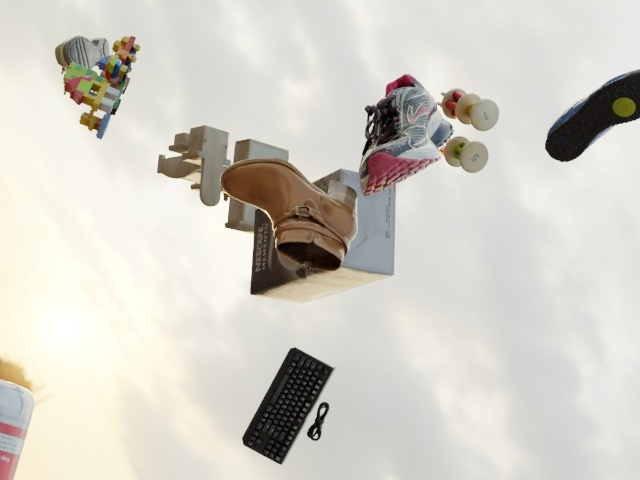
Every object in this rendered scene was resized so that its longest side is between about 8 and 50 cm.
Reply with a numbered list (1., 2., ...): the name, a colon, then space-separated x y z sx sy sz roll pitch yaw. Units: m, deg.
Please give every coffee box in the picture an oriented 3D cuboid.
1. coffee box: 0.000 0.000 2.056 0.297 0.118 0.168 -23 -119 56

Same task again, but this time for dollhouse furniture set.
1. dollhouse furniture set: -0.238 -0.091 2.368 0.355 0.303 0.174 -6 -105 45

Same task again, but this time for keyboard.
1. keyboard: -0.037 0.263 1.835 0.108 0.180 0.023 27 13 -5

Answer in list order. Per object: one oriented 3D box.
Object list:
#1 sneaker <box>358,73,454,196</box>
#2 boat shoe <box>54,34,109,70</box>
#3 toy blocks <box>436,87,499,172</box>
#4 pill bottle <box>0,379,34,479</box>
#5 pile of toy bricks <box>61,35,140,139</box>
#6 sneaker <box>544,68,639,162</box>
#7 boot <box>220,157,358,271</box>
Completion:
1. sneaker: 0.104 -0.150 1.694 0.112 0.120 0.299 59 21 -11
2. boat shoe: -0.446 -0.335 2.141 0.190 0.072 0.068 -36 127 -76
3. toy blocks: 0.225 -0.184 1.939 0.148 0.054 0.123 -143 -116 -62
4. pill bottle: -0.540 0.373 1.569 0.229 0.229 0.408 154 -49 -68
5. pile of toy bricks: -0.372 -0.257 1.920 0.105 0.212 0.118 21 -50 -8
6. sneaker: 0.402 -0.192 1.671 0.069 0.082 0.209 42 -46 -10
7. boot: -0.048 -0.033 1.555 0.152 0.197 0.073 -76 175 -51
